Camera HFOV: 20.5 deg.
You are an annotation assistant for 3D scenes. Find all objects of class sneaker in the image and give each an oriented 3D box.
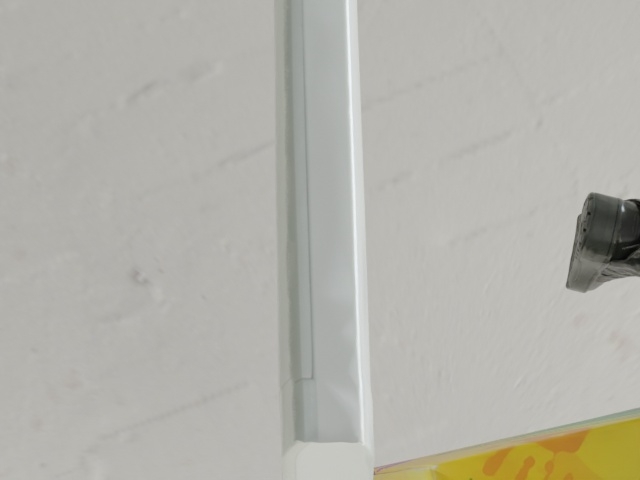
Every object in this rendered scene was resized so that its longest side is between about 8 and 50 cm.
[{"bbox_3d":[0.197,0.005,1.058,0.089,0.170,0.051,9,-100,6],"label":"sneaker"}]

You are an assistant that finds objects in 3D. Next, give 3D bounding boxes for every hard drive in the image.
[{"bbox_3d":[0.000,0.000,0.843,0.040,0.203,0.307,-2,-122,-1],"label":"hard drive"}]

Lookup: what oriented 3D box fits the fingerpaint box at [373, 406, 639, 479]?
[{"bbox_3d":[0.253,0.309,1.017,0.371,0.163,0.444,-10,-97,-18],"label":"fingerpaint box"}]
